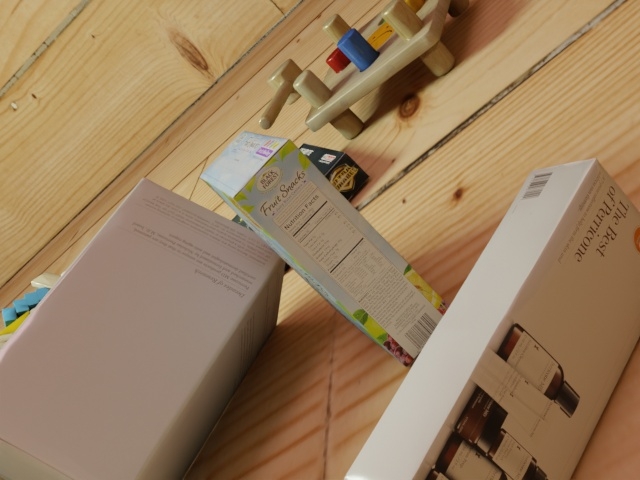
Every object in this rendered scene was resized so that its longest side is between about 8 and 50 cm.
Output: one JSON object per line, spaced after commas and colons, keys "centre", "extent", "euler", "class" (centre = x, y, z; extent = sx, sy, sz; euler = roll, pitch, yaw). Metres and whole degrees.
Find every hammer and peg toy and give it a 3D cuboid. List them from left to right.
{"centre": [0.058, -0.271, 1.275], "extent": [0.361, 0.127, 0.266], "euler": [-32, 25, 36], "class": "hammer and peg toy"}

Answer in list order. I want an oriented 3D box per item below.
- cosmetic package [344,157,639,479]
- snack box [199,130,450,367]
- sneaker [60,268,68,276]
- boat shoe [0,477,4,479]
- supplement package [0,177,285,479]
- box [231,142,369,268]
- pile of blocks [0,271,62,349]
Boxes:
{"centre": [0.122, 0.071, 0.488], "extent": [0.239, 0.099, 0.060], "euler": [-55, 23, -23], "class": "cosmetic package"}
{"centre": [0.000, 0.000, 0.720], "extent": [0.070, 0.207, 0.174], "euler": [-48, 19, -4], "class": "snack box"}
{"centre": [-0.466, 0.092, 1.737], "extent": [0.279, 0.107, 0.118], "euler": [-36, 39, 36], "class": "sneaker"}
{"centre": [-0.455, 0.387, 1.068], "extent": [0.092, 0.103, 0.285], "euler": [-3, 52, 57], "class": "boat shoe"}
{"centre": [-0.181, 0.120, 0.818], "extent": [0.293, 0.175, 0.178], "euler": [-58, -11, -32], "class": "supplement package"}
{"centre": [-0.038, -0.052, 1.147], "extent": [0.175, 0.051, 0.220], "euler": [-47, 18, -3], "class": "box"}
{"centre": [-0.448, 0.140, 1.427], "extent": [0.148, 0.113, 0.362], "euler": [14, 30, 24], "class": "pile of blocks"}
